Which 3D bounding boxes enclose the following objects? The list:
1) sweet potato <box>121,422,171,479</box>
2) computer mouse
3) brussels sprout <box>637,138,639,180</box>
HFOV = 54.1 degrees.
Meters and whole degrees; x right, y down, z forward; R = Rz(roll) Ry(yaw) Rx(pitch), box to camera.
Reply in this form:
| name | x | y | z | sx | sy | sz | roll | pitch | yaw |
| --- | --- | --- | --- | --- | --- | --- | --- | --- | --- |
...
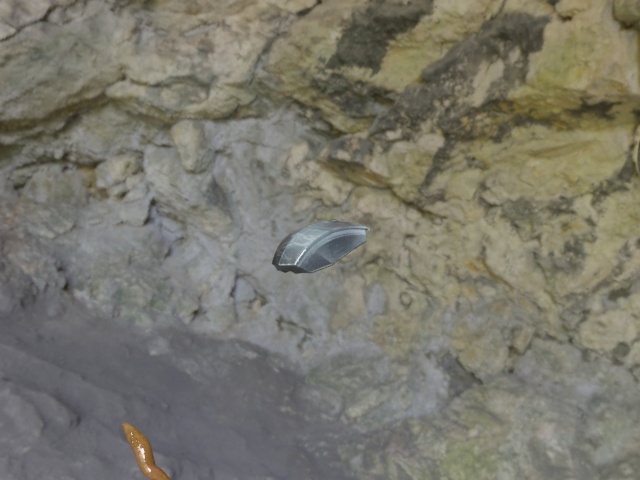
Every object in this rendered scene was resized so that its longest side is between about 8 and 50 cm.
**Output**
| name | x | y | z | sx | sy | sz | roll | pitch | yaw |
| --- | --- | --- | --- | --- | --- | --- | --- | --- | --- |
| sweet potato | -0.328 | 0.421 | 1.195 | 0.179 | 0.044 | 0.044 | 52 | 4 | 12 |
| computer mouse | -0.002 | -0.003 | 1.222 | 0.126 | 0.071 | 0.231 | 1 | 23 | 46 |
| brussels sprout | 0.726 | -0.123 | 1.032 | 0.360 | 0.343 | 0.425 | -7 | -21 | 29 |
